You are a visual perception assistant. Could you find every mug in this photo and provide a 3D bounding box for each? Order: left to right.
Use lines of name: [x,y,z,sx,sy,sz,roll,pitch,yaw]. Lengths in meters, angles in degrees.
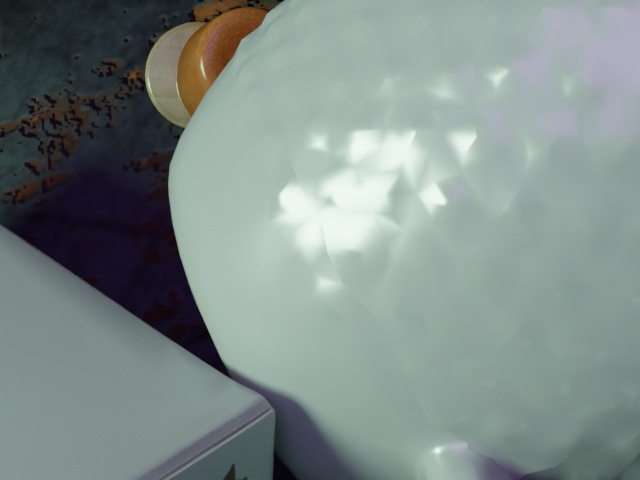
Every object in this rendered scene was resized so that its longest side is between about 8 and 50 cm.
mug: [0.129,-0.003,0.413,0.328,0.276,0.374,-26,39,9]

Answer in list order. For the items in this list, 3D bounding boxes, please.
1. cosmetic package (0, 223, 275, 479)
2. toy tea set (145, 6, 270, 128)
cosmetic package: [-0.195,0.086,0.481,0.365,0.197,0.155,28,40,36]
toy tea set: [0.003,-0.213,0.686,0.200,0.124,0.336,45,81,-6]
